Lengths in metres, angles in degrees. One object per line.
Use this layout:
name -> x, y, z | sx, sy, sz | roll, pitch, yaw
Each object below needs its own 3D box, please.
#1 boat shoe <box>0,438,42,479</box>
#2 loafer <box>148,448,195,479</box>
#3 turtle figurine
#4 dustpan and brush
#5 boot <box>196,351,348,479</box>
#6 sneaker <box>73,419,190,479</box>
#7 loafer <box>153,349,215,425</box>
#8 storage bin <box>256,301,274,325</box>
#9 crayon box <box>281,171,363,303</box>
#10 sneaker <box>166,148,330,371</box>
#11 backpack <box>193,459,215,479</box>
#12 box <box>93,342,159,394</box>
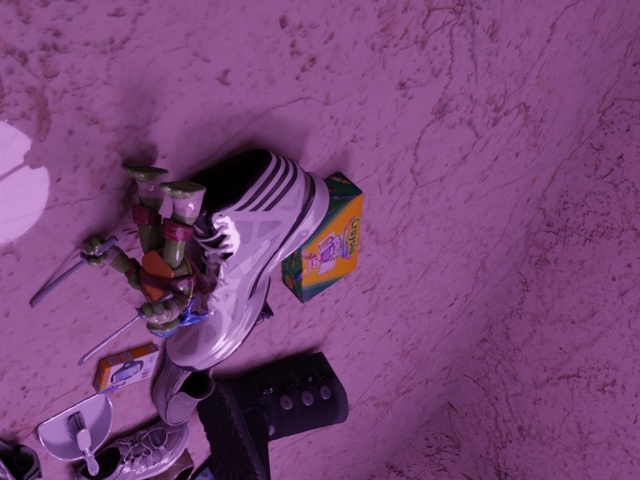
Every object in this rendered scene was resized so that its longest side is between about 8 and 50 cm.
boat shoe -> -0.571, 0.439, 1.197 | 0.119, 0.121, 0.335 | -34, 148, -12
loafer -> -0.404, 0.656, 1.685 | 0.102, 0.092, 0.268 | 7, 107, -53
turtle figurine -> -0.280, 0.033, 0.961 | 0.275, 0.198, 0.266 | 7, 106, -19
dustpan and brush -> -0.489, 0.420, 1.347 | 0.147, 0.060, 0.211 | -27, 147, -31
boot -> -0.088, 0.504, 1.710 | 0.146, 0.366, 0.445 | -25, 165, 33
sneaker -> -0.423, 0.491, 1.483 | 0.281, 0.105, 0.115 | -32, 150, -22
loafer -> -0.290, 0.312, 1.418 | 0.112, 0.111, 0.319 | -21, 144, -37
storage bin -> -0.174, 0.151, 1.393 | 0.091, 0.098, 0.135 | -38, 153, 8
crayon box -> 0.000, 0.000, 1.427 | 0.165, 0.081, 0.278 | -32, 149, -23
sneaker -> -0.196, 0.024, 1.158 | 0.447, 0.169, 0.257 | -56, 142, 4
backpack -> -0.289, 0.711, 1.946 | 0.173, 0.117, 0.158 | -44, 151, 3
box -> -0.383, 0.256, 1.309 | 0.136, 0.028, 0.081 | -12, 138, -43
